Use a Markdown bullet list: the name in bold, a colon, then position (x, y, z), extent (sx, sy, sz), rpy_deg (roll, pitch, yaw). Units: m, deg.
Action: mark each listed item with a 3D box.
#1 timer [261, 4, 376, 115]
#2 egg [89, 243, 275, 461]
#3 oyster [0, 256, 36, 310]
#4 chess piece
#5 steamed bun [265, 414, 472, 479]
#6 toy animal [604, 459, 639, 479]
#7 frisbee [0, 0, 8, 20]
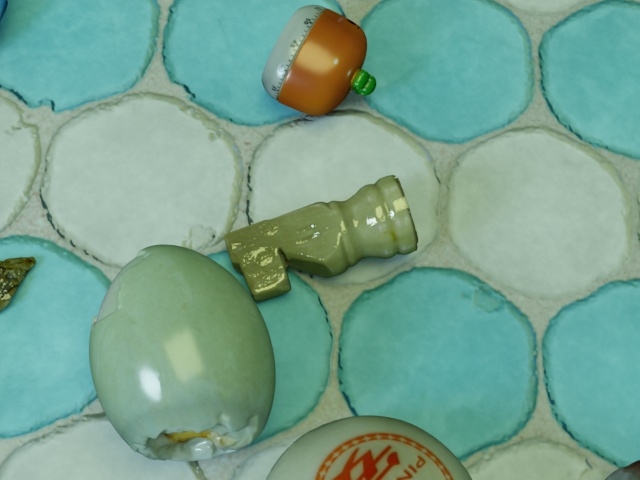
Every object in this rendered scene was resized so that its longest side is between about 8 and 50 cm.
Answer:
- **timer**: position (0.007, -0.203, 1.565), extent (0.136, 0.099, 0.136), rpy_deg (-1, 73, 2)
- **egg**: position (-0.139, 0.106, 1.355), extent (0.183, 0.183, 0.217), rpy_deg (-4, 66, -10)
- **oyster**: position (-0.346, 0.043, 1.441), extent (0.051, 0.034, 0.093), rpy_deg (29, 60, -2)
- **chess piece**: position (0.000, 0.000, 1.489), extent (0.200, 0.090, 0.090), rpy_deg (-18, 69, -4)
- **steamed bun**: position (0.052, 0.277, 1.322), extent (0.232, 0.145, 0.232), rpy_deg (3, 65, -6)
- **toy animal**: position (0.285, 0.318, 1.365), extent (0.324, 0.090, 0.195), rpy_deg (-5, 66, -12)
- **frisbee**: position (-0.474, -0.287, 1.565), extent (0.242, 0.045, 0.242), rpy_deg (0, 71, 1)
